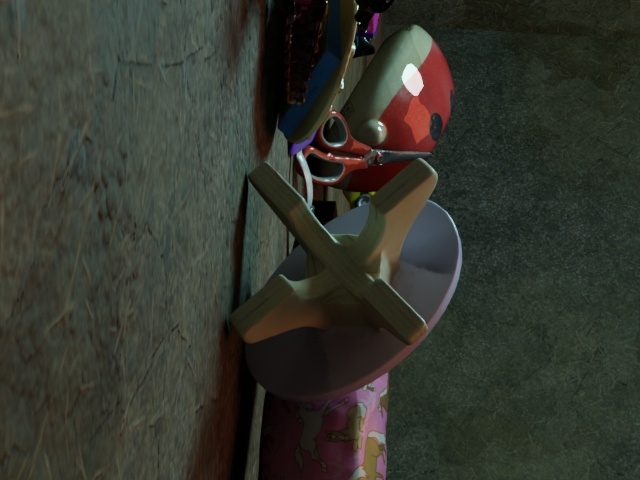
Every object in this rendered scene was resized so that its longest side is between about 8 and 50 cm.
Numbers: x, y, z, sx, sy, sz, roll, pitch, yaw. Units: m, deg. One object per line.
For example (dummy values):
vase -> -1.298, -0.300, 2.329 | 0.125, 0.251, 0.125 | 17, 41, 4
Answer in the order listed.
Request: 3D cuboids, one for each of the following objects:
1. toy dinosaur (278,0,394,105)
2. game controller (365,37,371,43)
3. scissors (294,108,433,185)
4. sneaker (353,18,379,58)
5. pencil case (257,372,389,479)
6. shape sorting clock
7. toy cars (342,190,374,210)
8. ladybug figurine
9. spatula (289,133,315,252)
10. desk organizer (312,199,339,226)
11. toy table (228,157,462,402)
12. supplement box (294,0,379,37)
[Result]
toy dinosaur -> 0.010, -0.304, 1.199 | 0.218, 0.164, 0.322 | -112, -170, -66
game controller -> 0.076, -0.527, 2.249 | 0.166, 0.067, 0.319 | -75, 169, -67
scissors -> 0.068, -0.116, 1.738 | 0.297, 0.021, 0.109 | 15, 94, -51
sneaker -> 0.058, -0.419, 1.967 | 0.081, 0.090, 0.232 | 63, 32, -81
pencil case -> -0.007, 0.244, 1.307 | 0.160, 0.167, 0.386 | 70, 25, -67
shape sorting clock -> -0.001, -0.211, 1.349 | 0.206, 0.040, 0.206 | -162, -90, -73
toy cars -> 0.063, -0.034, 2.277 | 0.176, 0.087, 0.394 | -72, 169, -51
ladybug figurine -> 0.121, -0.209, 1.978 | 0.305, 0.162, 0.449 | -57, -177, 21
spatula -> -0.022, -0.069, 1.611 | 0.084, 0.030, 0.296 | -41, 141, -58
desk organizer -> 0.000, 0.000, 1.917 | 0.050, 0.047, 0.130 | 83, 12, -58
toy table -> 0.025, 0.039, 1.211 | 0.274, 0.252, 0.161 | -51, 156, -11
supplement box -> 0.020, -0.360, 1.412 | 0.220, 0.114, 0.111 | 89, 8, -61
